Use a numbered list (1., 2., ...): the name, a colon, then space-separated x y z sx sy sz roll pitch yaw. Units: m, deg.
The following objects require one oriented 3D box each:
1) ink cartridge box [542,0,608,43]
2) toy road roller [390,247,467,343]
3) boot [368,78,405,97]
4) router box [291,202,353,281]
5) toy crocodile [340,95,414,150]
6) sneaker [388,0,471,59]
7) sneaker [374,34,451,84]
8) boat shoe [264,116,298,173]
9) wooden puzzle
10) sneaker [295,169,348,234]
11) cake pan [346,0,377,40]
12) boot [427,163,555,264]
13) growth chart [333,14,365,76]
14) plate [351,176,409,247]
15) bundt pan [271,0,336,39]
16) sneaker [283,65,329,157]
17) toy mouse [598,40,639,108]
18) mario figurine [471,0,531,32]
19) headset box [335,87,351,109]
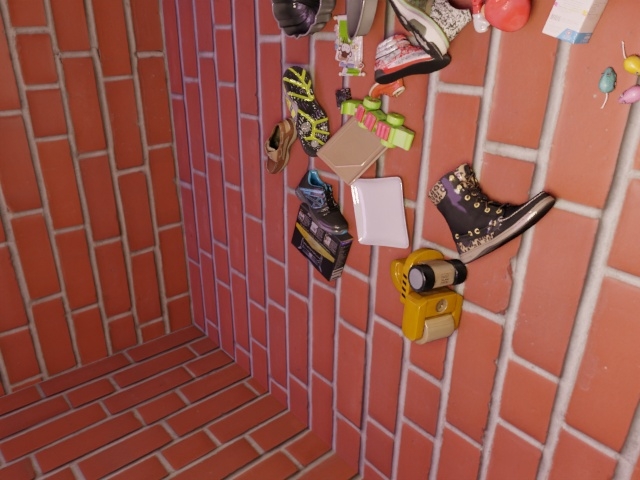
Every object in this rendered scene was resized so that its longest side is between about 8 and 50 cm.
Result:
1. ink cartridge box: 0.644 -0.578 1.246 0.092 0.090 0.143 42 133 33
2. toy road roller: 0.373 0.187 1.830 0.240 0.202 0.329 30 123 57
3. boot: 0.239 -0.544 1.808 0.158 0.059 0.085 -25 89 52
4. router box: 0.000 0.000 2.315 0.309 0.081 0.243 45 136 32
5. toy crocodile: 0.211 -0.437 1.846 0.340 0.105 0.115 45 136 31
6. sneaker: 0.335 -0.749 1.571 0.182 0.158 0.410 -34 62 13
7. sneaker: 0.300 -0.626 1.664 0.270 0.090 0.145 -5 78 36
8. boat shoe: -0.210 -0.449 2.364 0.122 0.120 0.324 53 139 24
9. wooden puzzle: 0.127 -0.353 1.956 0.221 0.044 0.239 -45 59 5
10. sneaker: 0.011 -0.167 2.199 0.341 0.125 0.140 49 133 24
11. cake pan: 0.145 -0.836 1.701 0.293 0.054 0.293 -178 90 -81
12. boot: 0.515 -0.118 1.573 0.284 0.138 0.377 61 147 14
13. growth chart: 0.108 -0.749 1.920 0.172 0.021 0.237 14 115 50
14. plate: 0.243 -0.115 1.988 0.278 0.045 0.277 6 108 51
15. bundt pan: -0.054 -0.965 1.951 0.331 0.124 0.331 26 124 45
16. sneaker: -0.059 -0.550 2.152 0.147 0.145 0.385 -140 35 -80
17. toy mouse: 0.747 -0.384 1.243 0.161 0.031 0.143 56 141 20
18. mario figurine: 0.497 -0.717 1.388 0.198 0.170 0.320 70 -177 -74
19. headset box: 0.094 -0.564 2.003 0.062 0.032 0.083 8 109 50
